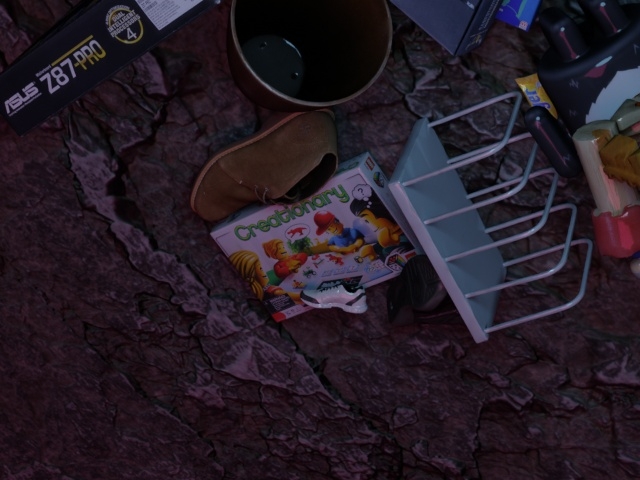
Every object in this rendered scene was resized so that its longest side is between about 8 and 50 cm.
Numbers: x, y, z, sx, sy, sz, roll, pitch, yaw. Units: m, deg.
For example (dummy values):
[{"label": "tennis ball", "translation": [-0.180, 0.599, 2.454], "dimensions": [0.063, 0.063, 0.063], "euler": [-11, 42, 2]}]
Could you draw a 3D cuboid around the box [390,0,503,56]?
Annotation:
[{"label": "box", "translation": [0.142, -0.376, 1.691], "dimensions": [0.233, 0.059, 0.183], "euler": [46, 137, 22]}]

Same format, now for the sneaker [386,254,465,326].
[{"label": "sneaker", "translation": [0.185, 0.074, 1.998], "dimensions": [0.130, 0.087, 0.227], "euler": [-4, 162, -12]}]

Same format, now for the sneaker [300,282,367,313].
[{"label": "sneaker", "translation": [0.021, 0.084, 2.080], "dimensions": [0.109, 0.040, 0.044], "euler": [6, 113, 11]}]

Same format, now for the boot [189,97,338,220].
[{"label": "boot", "translation": [-0.088, -0.091, 1.996], "dimensions": [0.112, 0.115, 0.305], "euler": [10, 146, -43]}]

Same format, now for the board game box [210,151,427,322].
[{"label": "board game box", "translation": [0.000, 0.000, 2.081], "dimensions": [0.305, 0.053, 0.193], "euler": [-23, 113, 33]}]

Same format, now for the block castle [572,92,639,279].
[{"label": "block castle", "translation": [0.546, -0.097, 1.529], "dimensions": [0.453, 0.303, 0.213], "euler": [-26, 108, -9]}]

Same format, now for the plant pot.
[{"label": "plant pot", "translation": [-0.043, -0.260, 1.810], "dimensions": [0.215, 0.215, 0.230], "euler": [40, 163, -8]}]

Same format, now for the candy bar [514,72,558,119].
[{"label": "candy bar", "translation": [0.323, -0.164, 1.858], "dimensions": [0.040, 0.018, 0.161], "euler": [-17, 115, 31]}]

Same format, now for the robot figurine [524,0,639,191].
[{"label": "robot figurine", "translation": [0.389, -0.191, 1.711], "dimensions": [0.209, 0.173, 0.278], "euler": [-15, 117, 44]}]

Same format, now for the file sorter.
[{"label": "file sorter", "translation": [0.249, -0.037, 1.869], "dimensions": [0.173, 0.193, 0.278], "euler": [-18, 115, 28]}]

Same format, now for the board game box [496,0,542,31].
[{"label": "board game box", "translation": [0.233, -0.394, 1.708], "dimensions": [0.160, 0.047, 0.210], "euler": [25, 129, 10]}]

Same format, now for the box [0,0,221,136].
[{"label": "box", "translation": [-0.234, -0.323, 1.780], "dimensions": [0.395, 0.318, 0.097], "euler": [-27, 109, 36]}]
